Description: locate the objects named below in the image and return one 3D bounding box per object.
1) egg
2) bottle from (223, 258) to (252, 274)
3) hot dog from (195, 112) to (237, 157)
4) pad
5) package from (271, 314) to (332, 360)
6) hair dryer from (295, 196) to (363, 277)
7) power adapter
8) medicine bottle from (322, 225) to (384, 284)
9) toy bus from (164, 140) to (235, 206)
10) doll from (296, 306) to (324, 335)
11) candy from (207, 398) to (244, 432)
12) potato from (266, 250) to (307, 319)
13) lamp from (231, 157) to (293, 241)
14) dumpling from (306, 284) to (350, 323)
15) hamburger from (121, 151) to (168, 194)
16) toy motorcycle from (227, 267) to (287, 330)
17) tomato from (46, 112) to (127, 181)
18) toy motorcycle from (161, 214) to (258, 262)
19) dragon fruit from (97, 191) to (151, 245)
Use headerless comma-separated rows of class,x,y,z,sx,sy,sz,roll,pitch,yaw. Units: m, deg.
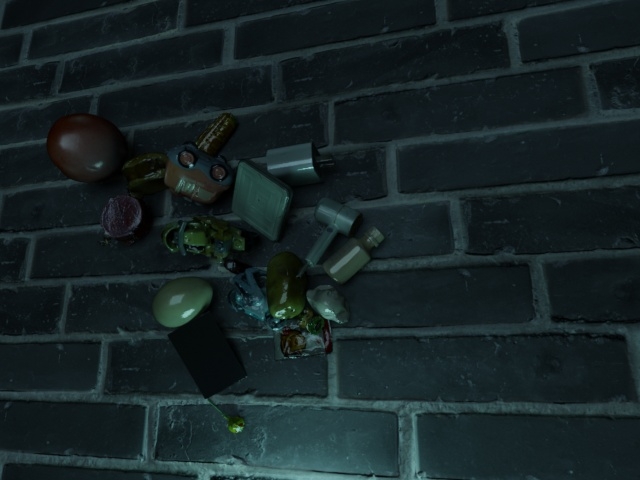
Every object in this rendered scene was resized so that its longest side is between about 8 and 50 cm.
egg,-0.549,0.242,1.722,0.253,0.188,0.189,-28,71,3
bottle,-0.328,0.108,1.708,0.060,0.164,0.060,-3,76,14
hot dog,-0.484,-0.467,1.944,0.115,0.072,0.269,34,88,28
pad,-0.443,0.450,1.683,0.202,0.005,0.300,-30,93,6
package,-0.072,0.370,1.647,0.239,0.030,0.154,-11,72,13
hair dryer,0.000,0.000,1.633,0.173,0.108,0.357,26,65,21
power adapter,-0.068,-0.305,1.728,0.255,0.187,0.124,-8,76,14
medicine bottle,0.130,0.050,1.627,0.252,0.114,0.114,-43,70,2
toy bus,-0.517,-0.267,1.805,0.287,0.194,0.232,25,104,-22
doll,-0.033,0.307,1.620,0.113,0.076,0.078,23,83,58
candy,-0.368,0.665,1.650,0.193,0.062,0.058,27,83,29
potato,-0.113,0.153,1.620,0.160,0.111,0.272,12,55,-24
lamp,-0.241,-0.159,1.728,0.266,0.047,0.269,34,131,19
dumpling,0.038,0.227,1.610,0.188,0.108,0.127,32,53,13
hamburger,-0.744,-0.302,1.899,0.308,0.211,0.133,-14,78,10
toy motorcycle,-0.222,0.217,1.673,0.260,0.154,0.206,25,62,7
tomato,-1.046,-0.413,1.957,0.321,0.321,0.322,-4,76,14
toy motorcycle,-0.466,-0.018,1.745,0.409,0.237,0.169,6,106,16
dragon fruit,-0.866,-0.091,1.925,0.211,0.147,0.282,35,90,11
